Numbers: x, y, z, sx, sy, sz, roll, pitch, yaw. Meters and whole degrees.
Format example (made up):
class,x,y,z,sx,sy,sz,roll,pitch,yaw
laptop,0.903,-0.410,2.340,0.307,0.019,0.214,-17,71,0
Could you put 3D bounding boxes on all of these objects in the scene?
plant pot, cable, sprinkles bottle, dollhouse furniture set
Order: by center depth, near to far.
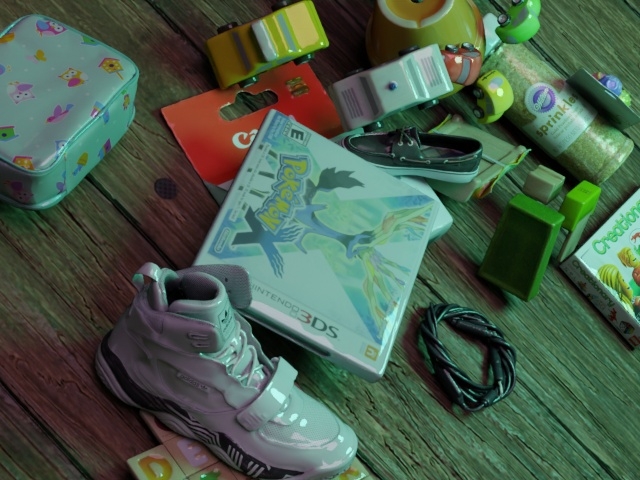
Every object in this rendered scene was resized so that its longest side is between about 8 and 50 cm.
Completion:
class,x,y,z,sx,sy,sz,roll,pitch,yaw
cable,0.229,0.166,1.711,0.150,0.047,0.184,-24,75,-35
plant pot,0.167,-0.363,1.839,0.205,0.188,0.205,-3,72,10
dollhouse furniture set,0.281,-0.063,1.857,0.301,0.151,0.197,30,37,23
sprinkles bottle,0.391,-0.247,1.982,0.355,0.121,0.121,42,53,-1

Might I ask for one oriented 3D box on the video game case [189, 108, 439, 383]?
class,x,y,z,sx,sy,sz,roll,pitch,yaw
video game case,0.000,0.000,1.585,0.300,0.036,0.329,29,53,-9

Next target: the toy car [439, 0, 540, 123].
class,x,y,z,sx,sy,sz,roll,pitch,yaw
toy car,0.301,-0.315,1.834,0.053,0.225,0.239,36,3,35

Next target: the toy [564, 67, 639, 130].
class,x,y,z,sx,sy,sz,roll,pitch,yaw
toy,0.508,-0.260,1.988,0.137,0.237,0.056,41,88,2

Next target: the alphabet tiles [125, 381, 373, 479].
class,x,y,z,sx,sy,sz,roll,pitch,yaw
alphabet tiles,-0.073,0.315,1.428,0.285,0.011,0.342,-20,57,-38

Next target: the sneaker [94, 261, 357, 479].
class,x,y,z,sx,sy,sz,roll,pitch,yaw
sneaker,-0.102,0.164,1.402,0.366,0.210,0.137,26,41,2

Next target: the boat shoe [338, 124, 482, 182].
class,x,y,z,sx,sy,sz,roll,pitch,yaw
boat shoe,0.143,-0.142,1.713,0.228,0.076,0.080,10,45,-9

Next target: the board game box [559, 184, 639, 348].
class,x,y,z,sx,sy,sz,roll,pitch,yaw
board game box,0.574,0.031,1.961,0.193,0.053,0.305,48,53,5

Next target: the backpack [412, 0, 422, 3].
class,x,y,z,sx,sy,sz,roll,pitch,yaw
backpack,0.189,-0.569,1.985,0.276,0.213,0.263,11,71,-67

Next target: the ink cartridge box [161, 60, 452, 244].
class,x,y,z,sx,sy,sz,roll,pitch,yaw
ink cartridge box,-0.017,-0.112,1.716,0.308,0.091,0.385,-26,78,-36

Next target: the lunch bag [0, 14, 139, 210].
class,x,y,z,sx,sy,sz,roll,pitch,yaw
lunch bag,-0.397,-0.183,1.534,0.224,0.108,0.279,24,49,9

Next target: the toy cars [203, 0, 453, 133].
class,x,y,z,sx,sy,sz,roll,pitch,yaw
toy cars,0.012,-0.270,1.713,0.394,0.087,0.176,19,95,-1
